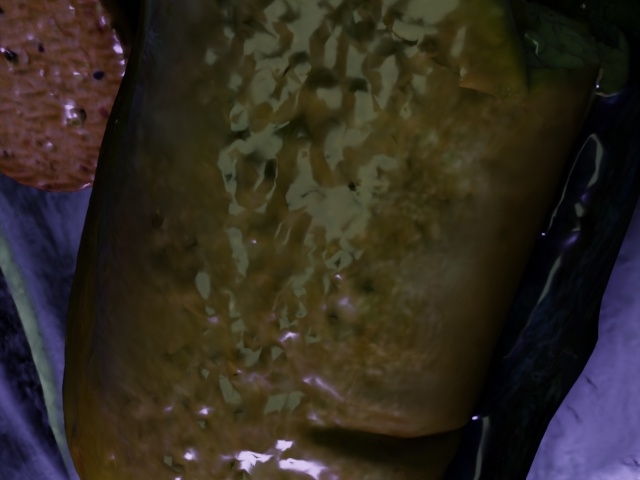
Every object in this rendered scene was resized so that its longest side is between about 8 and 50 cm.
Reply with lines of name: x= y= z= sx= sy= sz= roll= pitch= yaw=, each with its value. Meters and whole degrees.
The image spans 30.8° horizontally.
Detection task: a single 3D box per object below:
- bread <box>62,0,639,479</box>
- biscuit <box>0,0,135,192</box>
bread: x=0.000 y=0.000 z=0.547 sx=0.251 sy=0.208 sz=0.376 roll=29 pitch=117 yaw=28
biscuit: x=-0.181 y=-0.114 z=0.696 sx=0.188 sy=0.027 sz=0.187 roll=17 pitch=128 yaw=23
